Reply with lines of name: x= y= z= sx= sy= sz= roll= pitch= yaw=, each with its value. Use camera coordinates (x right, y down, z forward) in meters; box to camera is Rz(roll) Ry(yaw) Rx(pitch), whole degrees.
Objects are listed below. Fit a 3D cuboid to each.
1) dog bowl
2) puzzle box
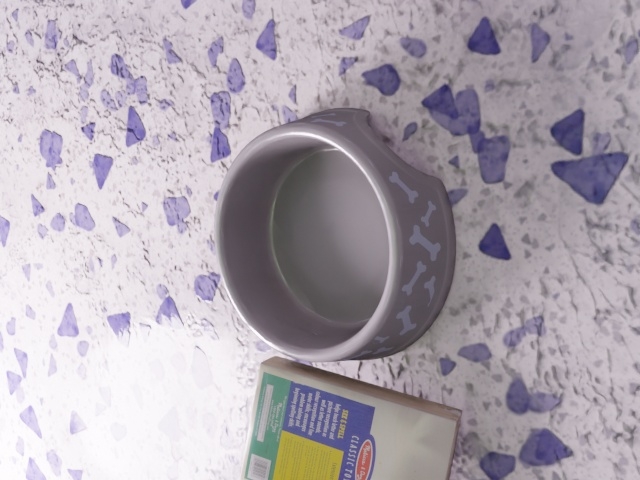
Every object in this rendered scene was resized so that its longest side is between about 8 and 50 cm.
dog bowl: x=0.000 y=0.000 z=0.967 sx=0.349 sy=0.102 sz=0.349 roll=7 pitch=102 yaw=38
puzzle box: x=0.017 y=0.382 z=0.972 sx=0.272 sy=0.052 sz=0.409 roll=14 pitch=98 yaw=21
